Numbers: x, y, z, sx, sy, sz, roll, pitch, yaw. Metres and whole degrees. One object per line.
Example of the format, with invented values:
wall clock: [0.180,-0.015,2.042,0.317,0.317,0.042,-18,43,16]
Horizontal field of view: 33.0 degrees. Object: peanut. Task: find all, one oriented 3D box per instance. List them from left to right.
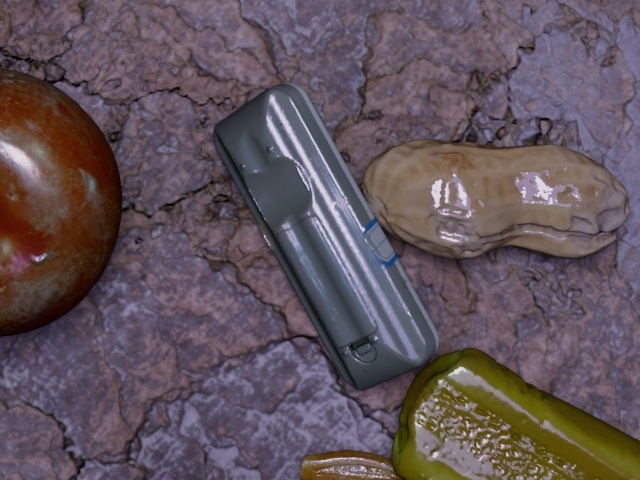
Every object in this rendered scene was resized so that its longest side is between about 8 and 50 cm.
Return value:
peanut: [0.189,-0.044,1.167,0.290,0.130,0.130,1,89,-4]

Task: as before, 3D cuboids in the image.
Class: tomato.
tomato: [-0.333,-0.043,1.102,0.270,0.222,0.270,0,109,1]

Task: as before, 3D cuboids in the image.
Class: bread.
bread: [0.258,0.260,1.170,0.383,0.112,0.166,29,91,-1]

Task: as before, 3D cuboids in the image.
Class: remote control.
remote control: [0.000,0.000,1.165,0.128,0.065,0.335,-29,90,39]

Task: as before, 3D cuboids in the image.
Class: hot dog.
hot dog: [0.046,0.255,1.204,0.137,0.028,0.044,4,115,0]

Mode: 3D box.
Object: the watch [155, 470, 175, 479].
watch: [-0.187,0.370,1.126,0.211,0.248,0.217,39,62,0]
